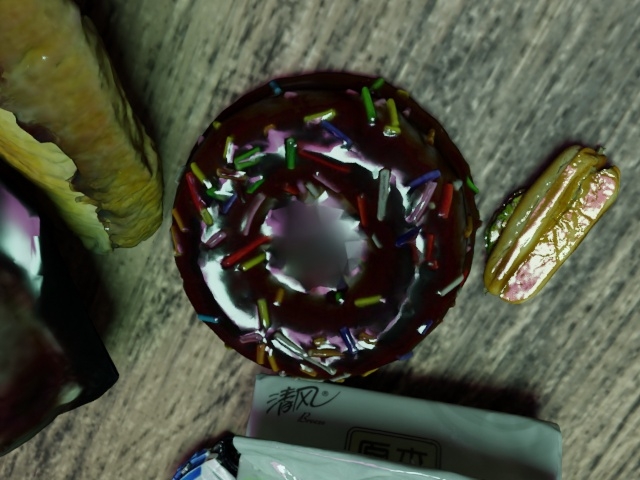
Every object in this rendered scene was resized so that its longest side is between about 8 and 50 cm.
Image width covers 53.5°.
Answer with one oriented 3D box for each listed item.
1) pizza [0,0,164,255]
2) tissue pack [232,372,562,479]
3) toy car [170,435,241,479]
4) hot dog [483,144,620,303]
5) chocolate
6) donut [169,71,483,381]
[{"bbox_3d":[-0.227,-0.129,0.368,0.392,0.435,0.080,47,70,-26],"label":"pizza"},{"bbox_3d":[0.050,0.189,0.447,0.230,0.159,0.145,8,151,9],"label":"tissue pack"},{"bbox_3d":[-0.059,0.257,0.555,0.170,0.070,0.080,45,109,-6],"label":"toy car"},{"bbox_3d":[0.157,-0.012,0.451,0.056,0.041,0.133,32,105,-10],"label":"hot dog"},{"bbox_3d":[-0.303,0.069,0.424,0.284,0.186,0.283,21,135,23],"label":"chocolate"},{"bbox_3d":[0.000,0.000,0.453,0.235,0.089,0.235,2,107,7],"label":"donut"}]
